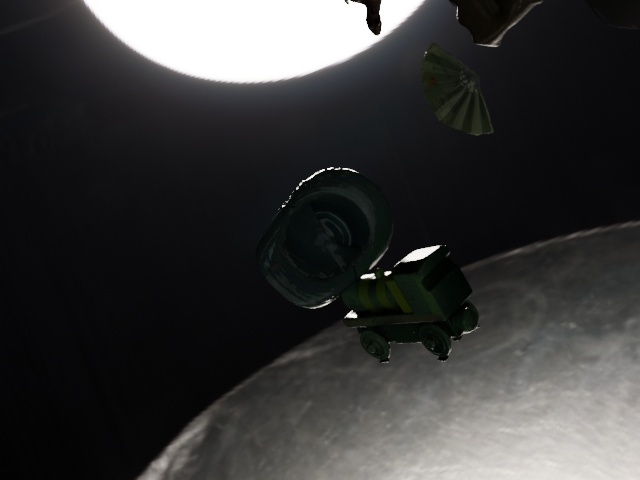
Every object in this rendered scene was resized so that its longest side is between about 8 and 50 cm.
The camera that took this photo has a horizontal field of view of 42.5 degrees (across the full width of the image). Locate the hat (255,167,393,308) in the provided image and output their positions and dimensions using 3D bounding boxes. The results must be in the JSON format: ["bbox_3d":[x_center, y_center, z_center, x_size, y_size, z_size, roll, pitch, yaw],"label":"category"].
[{"bbox_3d":[0.000,0.000,1.028,0.191,0.138,0.078,-44,2,-19],"label":"hat"}]

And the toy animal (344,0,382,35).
[{"bbox_3d":[0.077,-0.511,1.680,0.089,0.179,0.188,-22,26,-13],"label":"toy animal"}]

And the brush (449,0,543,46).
[{"bbox_3d":[0.134,-0.331,0.843,0.071,0.301,0.084,0,-32,-33],"label":"brush"}]

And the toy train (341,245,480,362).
[{"bbox_3d":[0.104,0.080,1.024,0.200,0.132,0.083,-13,21,50],"label":"toy train"}]

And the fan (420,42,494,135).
[{"bbox_3d":[0.299,-0.326,1.828,0.131,0.240,0.009,-34,2,31],"label":"fan"}]

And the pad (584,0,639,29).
[{"bbox_3d":[0.384,-0.408,1.064,0.063,0.315,0.375,-42,18,6],"label":"pad"}]
